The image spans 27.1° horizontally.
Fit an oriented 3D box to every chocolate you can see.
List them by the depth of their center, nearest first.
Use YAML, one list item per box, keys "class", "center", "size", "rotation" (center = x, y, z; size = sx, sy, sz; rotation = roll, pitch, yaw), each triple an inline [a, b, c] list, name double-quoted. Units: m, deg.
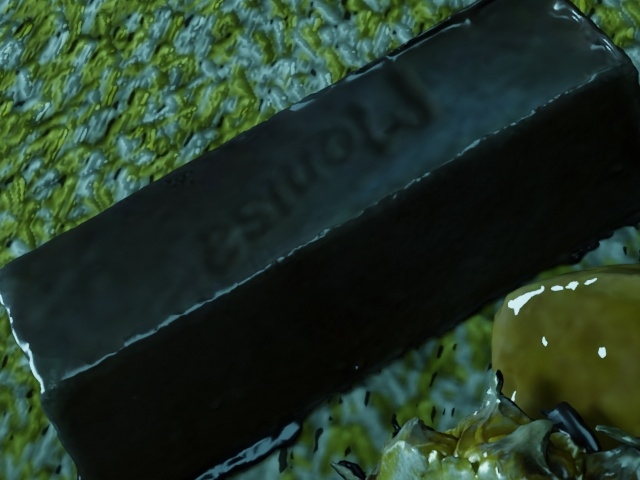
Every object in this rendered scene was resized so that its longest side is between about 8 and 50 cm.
- class: "chocolate"
  center: [0.000, 0.000, 0.614]
  size: [0.321, 0.112, 0.112]
  rotation: [-30, 55, -5]

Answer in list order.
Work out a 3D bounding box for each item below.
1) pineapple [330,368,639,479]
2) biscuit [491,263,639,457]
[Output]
- class: "pineapple"
  center: [0.064, 0.150, 0.473]
  size: [0.047, 0.221, 0.221]
  rotation: [-9, 47, -40]
- class: "biscuit"
  center: [0.166, 0.130, 0.426]
  size: [0.376, 0.051, 0.269]
  rotation: [-11, 87, 48]
